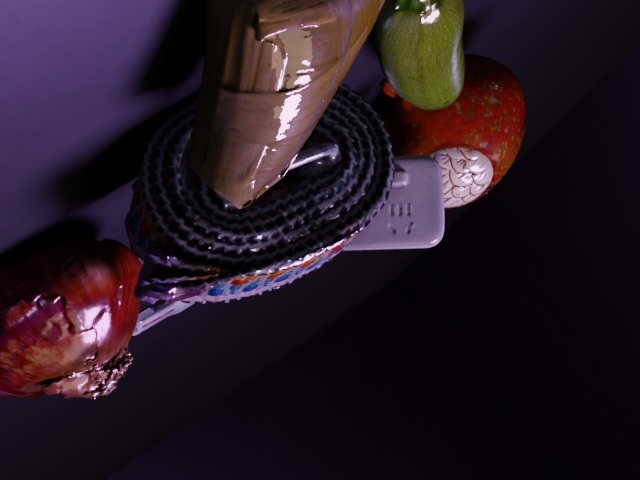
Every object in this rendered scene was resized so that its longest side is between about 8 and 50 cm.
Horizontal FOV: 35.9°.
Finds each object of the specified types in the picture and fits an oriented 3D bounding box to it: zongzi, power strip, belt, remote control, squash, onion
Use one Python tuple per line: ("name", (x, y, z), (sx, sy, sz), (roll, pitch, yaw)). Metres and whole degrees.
("zongzi", (-0.012, -0.173, 0.908), (0.256, 0.115, 0.228), (-39, 156, -42))
("power strip", (0.036, -0.081, 1.362), (0.264, 0.194, 0.059), (-3, 176, 6))
("belt", (-0.069, -0.057, 1.026), (0.295, 0.207, 0.160), (-19, 169, -19))
("remote control", (-0.247, 0.109, 1.666), (0.166, 0.029, 0.065), (-32, 170, -34))
("squash", (0.116, -0.235, 1.153), (0.107, 0.107, 0.395), (-39, 169, 3))
("onion", (-0.286, 0.106, 1.090), (0.230, 0.163, 0.230), (-30, 173, -4))

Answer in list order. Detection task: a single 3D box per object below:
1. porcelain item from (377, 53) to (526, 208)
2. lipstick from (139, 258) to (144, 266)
("porcelain item", (0.175, -0.179, 1.481), (0.253, 0.253, 0.253), (-37, 171, -7))
("lipstick", (-0.219, 0.024, 1.356), (0.030, 0.030, 0.129), (-44, 169, 28))
